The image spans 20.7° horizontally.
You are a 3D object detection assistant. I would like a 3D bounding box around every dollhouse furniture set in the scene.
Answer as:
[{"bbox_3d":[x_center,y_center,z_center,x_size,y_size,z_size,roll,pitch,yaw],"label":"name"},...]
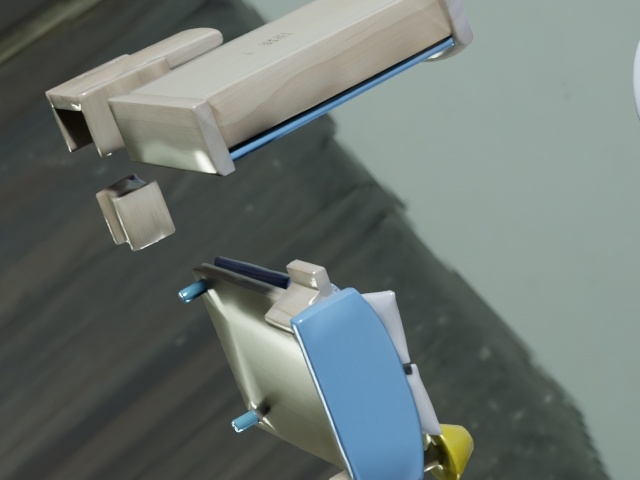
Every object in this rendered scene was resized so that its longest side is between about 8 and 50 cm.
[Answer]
[{"bbox_3d":[0.000,0.000,1.203,0.286,0.198,0.303,13,127,61],"label":"dollhouse furniture set"}]

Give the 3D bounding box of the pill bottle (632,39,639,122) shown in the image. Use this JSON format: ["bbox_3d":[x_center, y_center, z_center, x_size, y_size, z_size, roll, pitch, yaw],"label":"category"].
[{"bbox_3d":[0.334,-0.123,1.113,0.153,0.153,0.264,54,151,-7],"label":"pill bottle"}]
